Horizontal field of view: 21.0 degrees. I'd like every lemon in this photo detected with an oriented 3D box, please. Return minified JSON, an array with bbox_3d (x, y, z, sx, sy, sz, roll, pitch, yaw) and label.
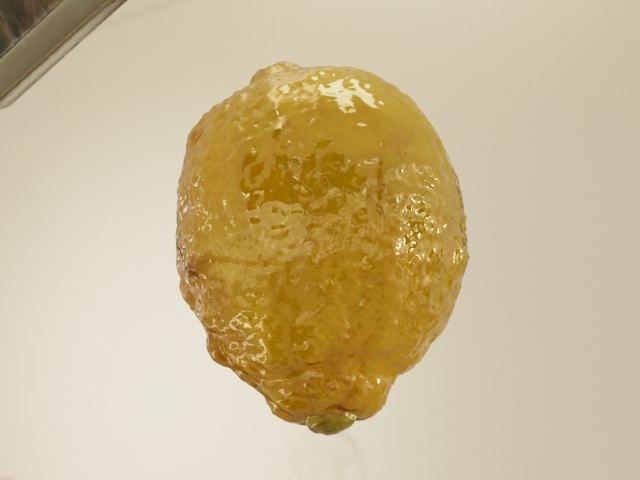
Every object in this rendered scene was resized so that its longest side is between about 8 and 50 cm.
[{"bbox_3d":[0.000,0.000,0.820,0.142,0.187,0.142,-6,-17,-2],"label":"lemon"}]

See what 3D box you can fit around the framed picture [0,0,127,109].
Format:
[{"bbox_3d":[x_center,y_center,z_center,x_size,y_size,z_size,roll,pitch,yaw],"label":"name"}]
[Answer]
[{"bbox_3d":[-0.137,-0.182,0.597,0.016,0.250,0.184,-29,3,-35],"label":"framed picture"}]
